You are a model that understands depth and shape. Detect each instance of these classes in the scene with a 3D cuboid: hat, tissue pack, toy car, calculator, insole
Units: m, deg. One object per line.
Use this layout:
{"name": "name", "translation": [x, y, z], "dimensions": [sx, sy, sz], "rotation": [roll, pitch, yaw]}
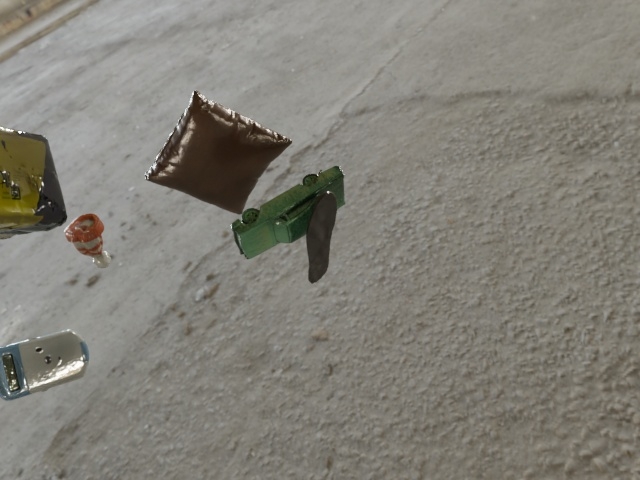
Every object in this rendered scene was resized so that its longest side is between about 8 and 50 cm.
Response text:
{"name": "hat", "translation": [-0.661, 0.013, 1.701], "dimensions": [0.094, 0.162, 0.112], "rotation": [12, 42, 19]}
{"name": "tissue pack", "translation": [-0.839, -0.136, 1.382], "dimensions": [0.254, 0.263, 0.416], "rotation": [-14, -3, 13]}
{"name": "toy car", "translation": [-0.071, -0.067, 1.493], "dimensions": [0.321, 0.141, 0.097], "rotation": [-31, 61, -15]}
{"name": "calculator", "translation": [-0.622, 0.273, 1.298], "dimensions": [0.210, 0.120, 0.039], "rotation": [-12, 1, -36]}
{"name": "insole", "translation": [0.000, 0.000, 1.492], "dimensions": [0.012, 0.309, 0.110], "rotation": [35, 56, 26]}

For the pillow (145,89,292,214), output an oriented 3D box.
{"name": "pillow", "translation": [-0.279, -0.230, 1.619], "dimensions": [0.307, 0.306, 0.108], "rotation": [-51, 35, 29]}
